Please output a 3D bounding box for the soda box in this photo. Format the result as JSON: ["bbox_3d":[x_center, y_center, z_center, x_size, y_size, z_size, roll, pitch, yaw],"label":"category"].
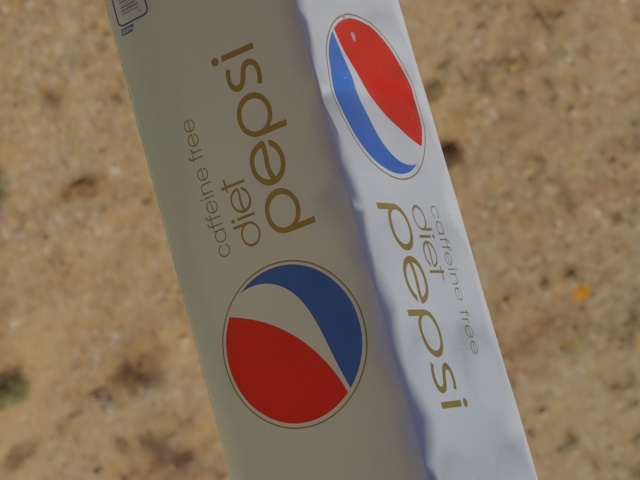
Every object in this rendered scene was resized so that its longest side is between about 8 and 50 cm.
[{"bbox_3d":[0.000,0.000,0.602,0.069,0.216,0.074,-20,169,29],"label":"soda box"}]
